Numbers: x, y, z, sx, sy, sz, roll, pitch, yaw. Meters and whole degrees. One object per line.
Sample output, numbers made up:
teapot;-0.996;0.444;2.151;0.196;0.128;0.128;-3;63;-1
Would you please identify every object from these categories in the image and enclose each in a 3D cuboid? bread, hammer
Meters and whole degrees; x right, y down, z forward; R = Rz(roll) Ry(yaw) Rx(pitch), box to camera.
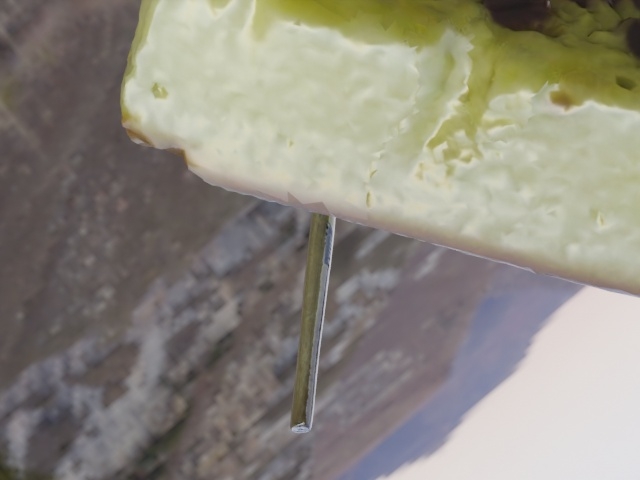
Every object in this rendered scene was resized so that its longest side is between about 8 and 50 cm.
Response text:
bread;0.123;-0.040;0.509;0.138;0.361;0.077;-65;168;-50
hammer;0.000;0.000;0.811;0.062;0.017;0.182;81;15;-73
